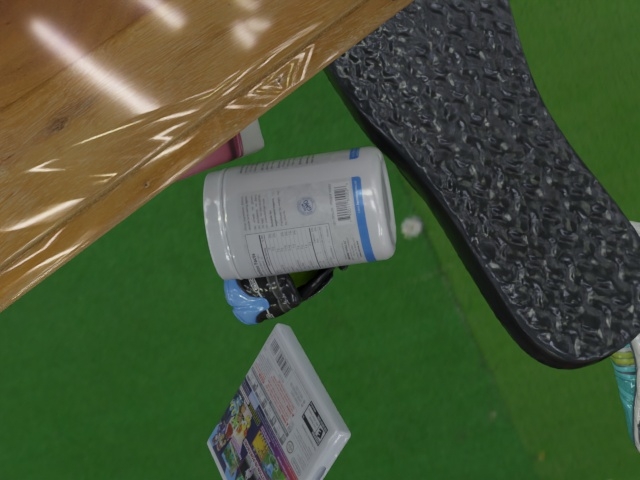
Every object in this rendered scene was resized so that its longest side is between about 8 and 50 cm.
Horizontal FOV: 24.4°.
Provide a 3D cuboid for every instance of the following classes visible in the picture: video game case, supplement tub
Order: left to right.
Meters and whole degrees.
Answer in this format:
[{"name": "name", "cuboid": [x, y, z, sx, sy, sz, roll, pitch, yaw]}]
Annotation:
[{"name": "video game case", "cuboid": [-0.051, 0.222, 1.652, 0.023, 0.201, 0.183, 17, 114, -33]}, {"name": "supplement tub", "cuboid": [-0.011, -0.016, 0.895, 0.107, 0.071, 0.071, -8, 115, 9]}]

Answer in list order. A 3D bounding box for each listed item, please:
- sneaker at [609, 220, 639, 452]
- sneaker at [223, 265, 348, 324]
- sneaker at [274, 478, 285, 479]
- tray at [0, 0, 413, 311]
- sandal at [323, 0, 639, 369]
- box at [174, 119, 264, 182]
[{"name": "sneaker", "cuboid": [0.342, 0.101, 1.574, 0.107, 0.110, 0.275, -23, 114, -25]}, {"name": "sneaker", "cuboid": [0.000, 0.000, 1.129, 0.078, 0.188, 0.067, -9, 118, 37]}, {"name": "sneaker", "cuboid": [-0.082, 0.257, 0.875, 0.094, 0.256, 0.151, -25, 98, 47]}, {"name": "tray", "cuboid": [-0.145, -0.095, 0.686, 0.203, 0.411, 0.076, 53, 151, -6]}, {"name": "sandal", "cuboid": [0.111, -0.092, 1.221, 0.167, 0.107, 0.446, -25, 82, -14]}, {"name": "box", "cuboid": [-0.166, -0.104, 1.112, 0.127, 0.232, 0.149, -12, 98, 31]}]
